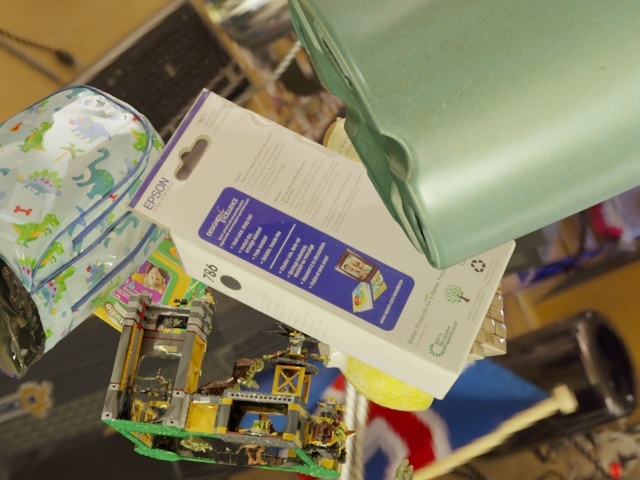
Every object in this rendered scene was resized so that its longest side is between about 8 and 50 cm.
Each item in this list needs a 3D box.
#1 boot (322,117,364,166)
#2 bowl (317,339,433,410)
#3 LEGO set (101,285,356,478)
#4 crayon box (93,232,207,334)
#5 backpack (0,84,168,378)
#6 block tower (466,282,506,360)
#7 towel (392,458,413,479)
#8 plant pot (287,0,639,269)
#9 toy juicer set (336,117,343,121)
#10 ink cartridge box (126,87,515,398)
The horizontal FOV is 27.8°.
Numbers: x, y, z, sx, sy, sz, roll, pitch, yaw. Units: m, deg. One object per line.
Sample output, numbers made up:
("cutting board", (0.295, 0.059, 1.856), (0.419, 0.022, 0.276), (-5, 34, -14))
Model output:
("boot", (0.162, -0.118, 1.870), (0.261, 0.203, 0.095), (-5, 115, -37))
("bowl", (0.079, 0.142, 2.096), (0.156, 0.289, 0.290), (-6, 67, -11))
("LEGO set", (-0.109, 0.169, 1.620), (0.255, 0.331, 0.192), (47, 49, -58))
("crayon box", (-0.303, 0.024, 1.900), (0.278, 0.165, 0.081), (33, 34, 9))
("backpack", (-0.349, -0.034, 1.678), (0.355, 0.290, 0.273), (-28, 136, -40))
("block tower", (0.145, -0.021, 1.478), (0.097, 0.091, 0.336), (24, 60, -53))
("towel", (0.084, 0.324, 1.414), (0.148, 0.027, 0.110), (-77, 169, -58))
("plant pot", (0.173, -0.163, 1.000), (0.341, 0.334, 0.341), (62, -1, 2))
("toy juicer set", (0.174, -0.245, 2.318), (0.209, 0.329, 0.090), (22, 73, -11))
("ink cartridge box", (0.000, 0.000, 1.194), (0.332, 0.065, 0.165), (28, 57, 3))
